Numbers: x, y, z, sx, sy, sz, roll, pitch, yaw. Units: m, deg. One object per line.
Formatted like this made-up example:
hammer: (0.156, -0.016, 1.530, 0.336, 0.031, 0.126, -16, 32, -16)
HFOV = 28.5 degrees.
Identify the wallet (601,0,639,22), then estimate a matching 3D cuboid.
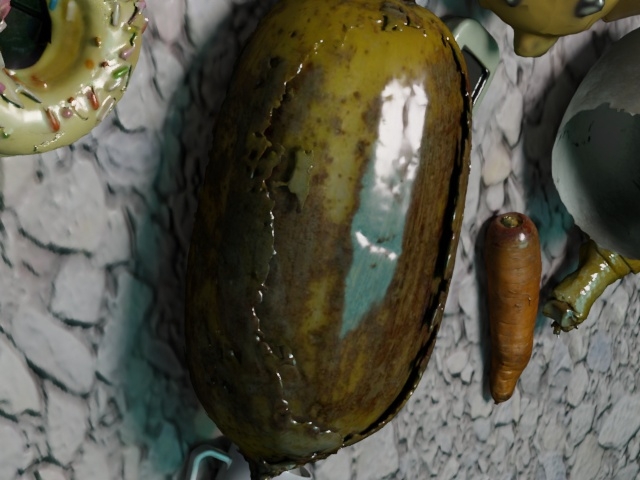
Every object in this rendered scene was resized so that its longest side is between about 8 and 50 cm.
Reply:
wallet: (0.306, -0.316, 1.225, 0.110, 0.031, 0.198, -19, 123, -41)

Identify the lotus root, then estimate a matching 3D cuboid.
lotus root: (0.000, 0.000, 0.943, 0.195, 0.179, 0.398, 3, 103, -26)

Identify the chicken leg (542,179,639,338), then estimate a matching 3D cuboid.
chicken leg: (0.314, 0.002, 1.375, 0.227, 0.088, 0.103, -44, 147, -14)

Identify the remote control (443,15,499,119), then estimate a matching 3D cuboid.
remote control: (0.068, -0.050, 1.097, 0.090, 0.038, 0.310, 32, 84, -51)

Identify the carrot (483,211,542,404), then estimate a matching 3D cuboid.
carrot: (0.197, 0.076, 1.300, 0.059, 0.059, 0.248, -32, 134, -34)

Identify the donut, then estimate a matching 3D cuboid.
donut: (-0.176, -0.128, 0.760, 0.174, 0.068, 0.175, -26, 128, -37)

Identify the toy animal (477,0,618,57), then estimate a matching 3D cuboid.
toy animal: (0.199, -0.288, 1.030, 0.169, 0.195, 0.281, -74, 174, -77)

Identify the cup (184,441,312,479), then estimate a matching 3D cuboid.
cup: (-0.076, 0.220, 1.068, 0.104, 0.074, 0.116, 30, 92, -27)

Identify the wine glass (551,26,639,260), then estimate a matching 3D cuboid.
wine glass: (0.387, -0.124, 1.269, 0.323, 0.238, 0.238, -38, 134, -33)
